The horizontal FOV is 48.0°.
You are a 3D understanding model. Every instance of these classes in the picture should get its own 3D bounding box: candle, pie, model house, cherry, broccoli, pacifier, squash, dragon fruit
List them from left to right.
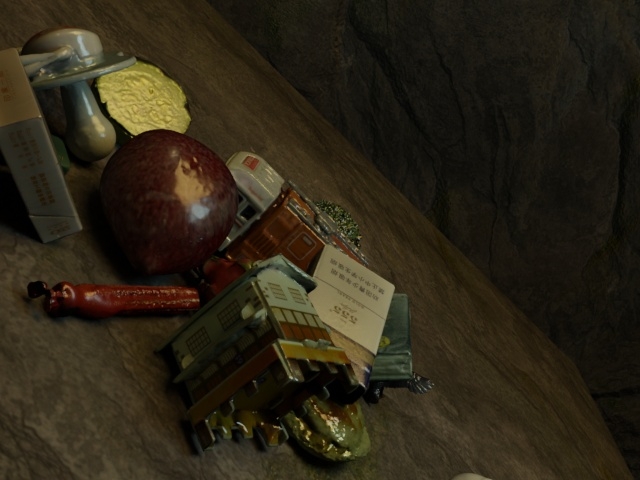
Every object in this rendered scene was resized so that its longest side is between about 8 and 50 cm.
[{"bbox_3d":[-0.432,-0.244,1.236,0.299,0.244,0.233,36,-34,61],"label":"pacifier"},{"bbox_3d":[-0.285,0.090,1.065,0.329,0.048,0.051,10,83,-62],"label":"candle"},{"bbox_3d":[-0.389,-0.265,1.490,0.220,0.133,0.220,31,40,-30],"label":"squash"},{"bbox_3d":[-0.253,-0.062,1.205,0.230,0.203,0.300,38,35,-33],"label":"cherry"},{"bbox_3d":[-0.154,0.081,1.258,0.137,0.135,0.236,20,15,-45],"label":"dragon fruit"},{"bbox_3d":[-0.094,0.167,1.060,0.198,0.224,0.215,18,36,-56],"label":"model house"},{"bbox_3d":[-0.002,0.277,1.257,0.201,0.090,0.248,18,33,-53],"label":"pie"},{"bbox_3d":[0.000,-0.002,1.695,0.176,0.198,0.226,84,8,-63],"label":"broccoli"}]

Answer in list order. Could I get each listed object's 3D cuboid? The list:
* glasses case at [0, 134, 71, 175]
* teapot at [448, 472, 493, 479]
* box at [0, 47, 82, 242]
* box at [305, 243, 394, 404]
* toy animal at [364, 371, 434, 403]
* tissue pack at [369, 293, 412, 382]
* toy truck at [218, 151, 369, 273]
[{"bbox_3d":[-0.481,-0.154,1.116,0.184,0.039,0.077,24,30,-51],"label":"glasses case"},{"bbox_3d":[0.297,0.542,1.332,0.204,0.139,0.298,49,16,-4],"label":"teapot"},{"bbox_3d":[-0.402,-0.126,0.996,0.233,0.067,0.149,93,-26,-53],"label":"box"},{"bbox_3d":[0.029,0.143,1.272,0.168,0.071,0.259,33,43,-9],"label":"box"},{"bbox_3d":[0.127,0.286,1.510,0.220,0.107,0.062,22,10,24],"label":"toy animal"},{"bbox_3d":[0.096,0.201,1.490,0.257,0.186,0.081,-75,162,-68],"label":"tissue pack"},{"bbox_3d":[-0.084,-0.004,1.444,0.387,0.207,0.173,44,19,-12],"label":"toy truck"}]
